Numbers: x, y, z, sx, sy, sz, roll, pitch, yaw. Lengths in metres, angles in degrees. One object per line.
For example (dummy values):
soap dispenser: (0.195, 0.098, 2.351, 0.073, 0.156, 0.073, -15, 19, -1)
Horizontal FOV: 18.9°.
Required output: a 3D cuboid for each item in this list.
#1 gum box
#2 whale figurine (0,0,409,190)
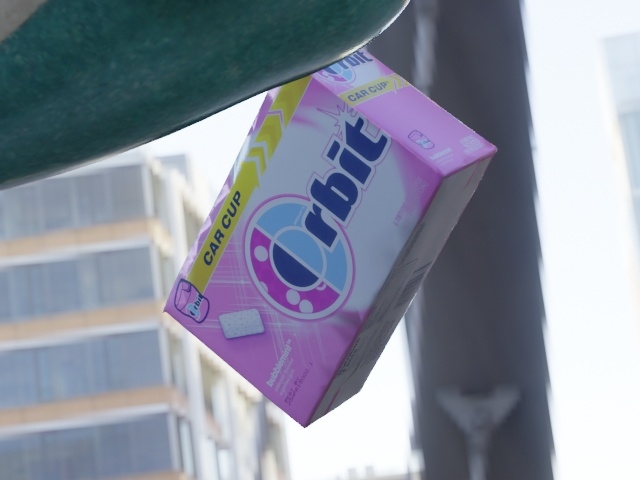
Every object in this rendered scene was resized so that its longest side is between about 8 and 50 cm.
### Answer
gum box: (0.000, 0.000, 1.030, 0.062, 0.107, 0.188, -26, -30, -54)
whale figurine: (-0.063, -0.079, 0.617, 0.141, 0.272, 0.216, 44, -18, -18)
